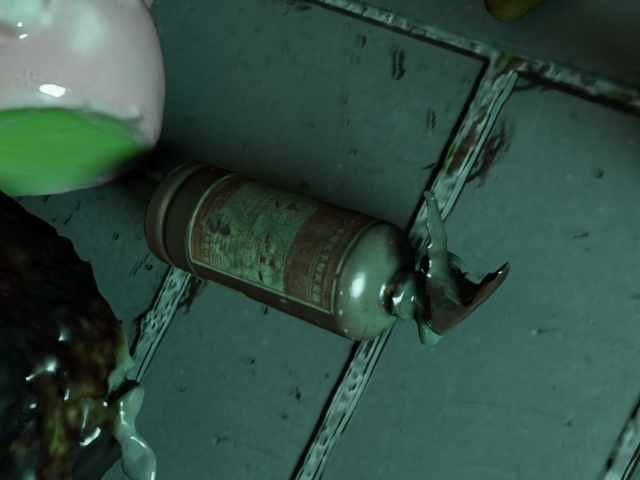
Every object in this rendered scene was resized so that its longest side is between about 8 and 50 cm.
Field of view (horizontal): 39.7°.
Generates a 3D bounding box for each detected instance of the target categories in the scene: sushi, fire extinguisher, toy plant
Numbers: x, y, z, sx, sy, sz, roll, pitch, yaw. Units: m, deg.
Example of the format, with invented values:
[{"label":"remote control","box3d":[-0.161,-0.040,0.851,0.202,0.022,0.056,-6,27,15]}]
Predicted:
[{"label":"sushi","box3d":[-0.299,0.114,0.547,0.299,0.294,0.281,-45,71,34]},{"label":"fire extinguisher","box3d":[-0.003,0.008,0.520,0.252,0.106,0.075,20,71,35]},{"label":"toy plant","box3d":[-0.202,-0.220,0.656,0.316,0.211,0.356,-10,67,-3]}]

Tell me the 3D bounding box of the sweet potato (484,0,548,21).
[{"label":"sweet potato","box3d":[0.224,-0.236,0.449,0.346,0.079,0.108,-49,30,17]}]
